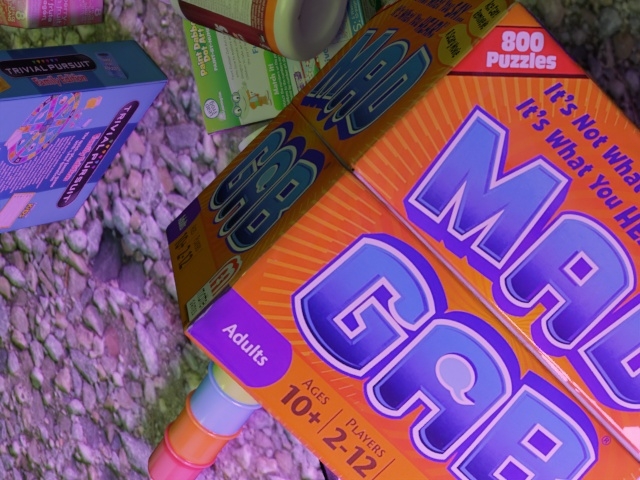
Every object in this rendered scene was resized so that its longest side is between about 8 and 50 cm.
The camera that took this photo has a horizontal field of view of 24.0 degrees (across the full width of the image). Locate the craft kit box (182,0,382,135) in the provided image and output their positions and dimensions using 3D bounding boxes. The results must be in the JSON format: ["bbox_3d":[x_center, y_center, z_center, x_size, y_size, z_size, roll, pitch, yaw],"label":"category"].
[{"bbox_3d":[-0.048,-0.263,1.708,0.246,0.061,0.250,-9,94,32],"label":"craft kit box"}]

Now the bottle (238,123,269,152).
[{"bbox_3d":[0.000,0.000,1.703,0.118,0.092,0.283,-32,81,27],"label":"bottle"}]

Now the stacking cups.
[{"bbox_3d":[-0.117,0.190,1.816,0.096,0.096,0.316,48,120,17],"label":"stacking cups"}]

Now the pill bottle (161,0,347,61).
[{"bbox_3d":[-0.089,-0.281,1.627,0.221,0.121,0.121,24,112,28],"label":"pill bottle"}]

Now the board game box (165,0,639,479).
[{"bbox_3d":[0.117,0.024,1.329,0.356,0.356,0.356,-45,105,4],"label":"board game box"}]

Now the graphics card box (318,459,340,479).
[{"bbox_3d":[0.070,0.080,1.586,0.232,0.094,0.371,-17,97,-3],"label":"graphics card box"}]

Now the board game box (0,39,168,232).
[{"bbox_3d":[-0.369,-0.113,1.780,0.079,0.336,0.254,49,121,16],"label":"board game box"}]

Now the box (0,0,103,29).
[{"bbox_3d":[-0.356,-0.416,1.829,0.154,0.142,0.300,13,107,31],"label":"box"}]
